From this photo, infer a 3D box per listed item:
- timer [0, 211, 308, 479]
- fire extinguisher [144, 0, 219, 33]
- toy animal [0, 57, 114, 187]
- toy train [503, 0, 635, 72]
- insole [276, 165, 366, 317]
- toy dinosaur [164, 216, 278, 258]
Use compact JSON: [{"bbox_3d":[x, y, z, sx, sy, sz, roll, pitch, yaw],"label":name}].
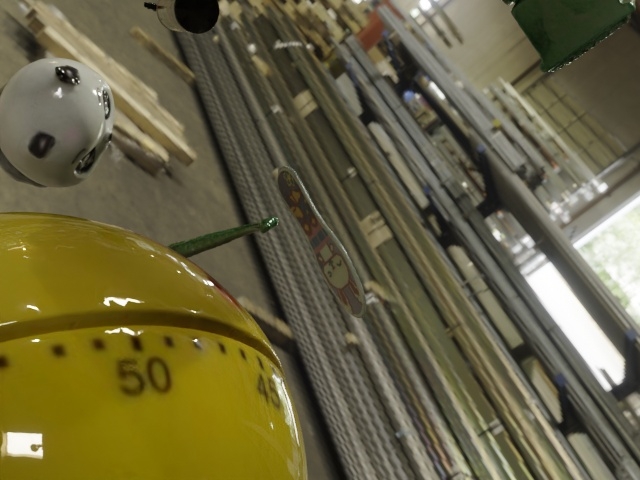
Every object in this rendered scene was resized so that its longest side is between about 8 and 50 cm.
[{"bbox_3d":[-0.195,0.125,0.462,0.376,0.376,0.387,30,22,-54],"label":"timer"},{"bbox_3d":[-0.159,-0.260,0.828,0.062,0.050,0.177,6,13,-23],"label":"fire extinguisher"},{"bbox_3d":[-0.397,-0.171,1.088,0.165,0.187,0.235,17,-9,-33],"label":"toy animal"},{"bbox_3d":[0.320,-0.355,1.008,0.202,0.145,0.266,53,30,-4],"label":"toy train"},{"bbox_3d":[0.000,0.000,0.837,0.004,0.065,0.197,-23,78,-32],"label":"insole"},{"bbox_3d":[-0.261,0.020,1.062,0.087,0.300,0.447,62,-18,-18],"label":"toy dinosaur"}]
